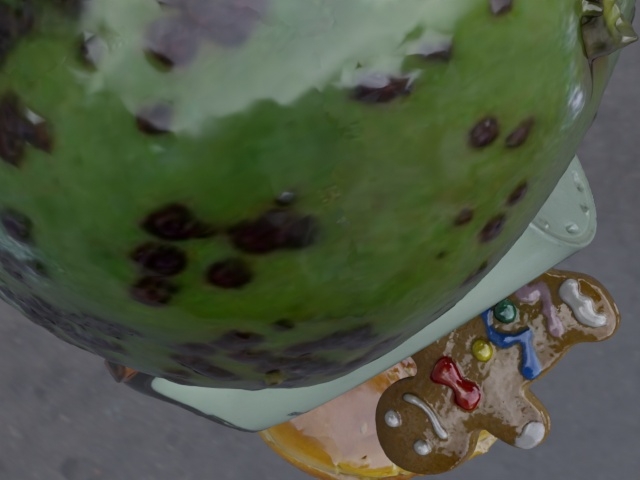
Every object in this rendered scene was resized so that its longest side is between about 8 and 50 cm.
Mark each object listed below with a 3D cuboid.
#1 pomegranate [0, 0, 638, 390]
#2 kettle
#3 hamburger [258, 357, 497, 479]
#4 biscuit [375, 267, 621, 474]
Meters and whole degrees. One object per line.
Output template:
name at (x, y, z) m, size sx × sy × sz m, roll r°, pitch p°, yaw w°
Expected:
pomegranate at (-0.036, -0.090, 0.544) m, size 0.254 × 0.270 × 0.254 m, roll -33°, pitch 133°, yaw -44°
kettle at (0.000, 0.000, 1.102) m, size 0.255 × 0.240 × 0.165 m, roll -33°, pitch 84°, yaw 25°
hamburger at (0.044, 0.061, 1.724) m, size 0.289 × 0.170 × 0.314 m, roll -28°, pitch 76°, yaw -3°
biscuit at (0.108, 0.084, 1.319) m, size 0.138 × 0.031 × 0.205 m, roll 46°, pitch 117°, yaw 13°
